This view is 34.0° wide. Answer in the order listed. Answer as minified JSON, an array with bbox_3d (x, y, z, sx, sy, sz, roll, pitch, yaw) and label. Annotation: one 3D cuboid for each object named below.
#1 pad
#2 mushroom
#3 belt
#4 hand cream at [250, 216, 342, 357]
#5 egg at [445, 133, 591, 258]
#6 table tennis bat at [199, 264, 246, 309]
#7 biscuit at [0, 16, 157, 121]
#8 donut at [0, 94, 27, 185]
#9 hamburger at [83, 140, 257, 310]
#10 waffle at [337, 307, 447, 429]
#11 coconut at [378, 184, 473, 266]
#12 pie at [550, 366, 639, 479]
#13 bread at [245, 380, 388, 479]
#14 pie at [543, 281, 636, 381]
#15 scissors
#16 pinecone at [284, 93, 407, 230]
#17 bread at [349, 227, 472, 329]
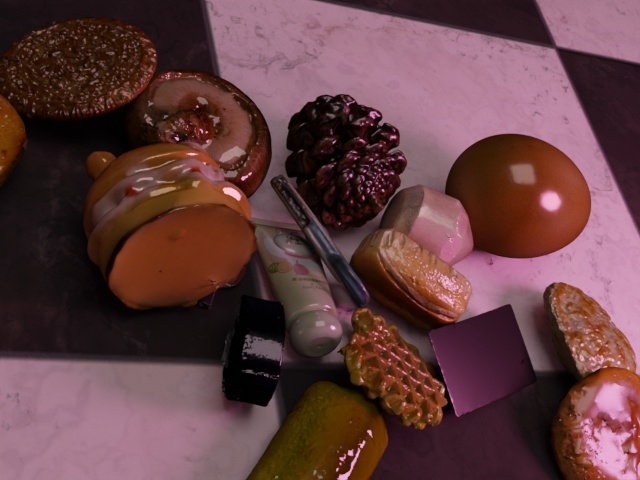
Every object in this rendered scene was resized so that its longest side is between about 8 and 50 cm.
[{"bbox_3d":[0.301,0.216,1.929,0.265,0.009,0.160,-12,81,-45],"label":"pad"},{"bbox_3d":[-0.228,-0.187,1.926,0.297,0.163,0.278,47,38,14],"label":"mushroom"},{"bbox_3d":[-0.108,0.176,1.697,0.078,0.151,0.198,13,39,-14],"label":"belt"},{"bbox_3d":[-0.041,0.074,1.872,0.147,0.093,0.306,7,41,-28],"label":"hand cream"},{"bbox_3d":[0.405,-0.086,2.127,0.322,0.250,0.250,15,48,-27],"label":"egg"},{"bbox_3d":[-0.183,0.059,1.845,0.095,0.014,0.158,26,43,-10],"label":"table tennis bat"},{"bbox_3d":[-0.447,-0.320,1.909,0.305,0.038,0.305,-2,46,2],"label":"biscuit"},{"bbox_3d":[-0.588,-0.187,1.761,0.259,0.101,0.152,43,45,10],"label":"donut"},{"bbox_3d":[-0.262,-0.042,1.727,0.276,0.276,0.237,-6,46,-32],"label":"hamburger"},{"bbox_3d":[0.115,0.215,1.785,0.249,0.056,0.253,52,21,23],"label":"waffle"},{"bbox_3d":[0.208,-0.013,2.019,0.182,0.171,0.171,29,45,-13],"label":"coconut"},{"bbox_3d":[0.542,0.360,1.933,0.273,0.069,0.274,7,74,-24],"label":"pie"},{"bbox_3d":[-0.016,0.367,1.613,0.166,0.112,0.383,36,45,2],"label":"bread"},{"bbox_3d":[0.526,0.200,2.072,0.201,0.090,0.248,8,50,-37],"label":"pie"},{"bbox_3d":[0.000,0.000,1.885,0.041,0.138,0.289,-36,81,-3],"label":"scissors"},{"bbox_3d":[0.037,-0.161,2.000,0.244,0.244,0.309,3,34,-27],"label":"pinecone"},{"bbox_3d":[0.165,0.077,1.921,0.236,0.140,0.106,34,63,-16],"label":"bread"}]
